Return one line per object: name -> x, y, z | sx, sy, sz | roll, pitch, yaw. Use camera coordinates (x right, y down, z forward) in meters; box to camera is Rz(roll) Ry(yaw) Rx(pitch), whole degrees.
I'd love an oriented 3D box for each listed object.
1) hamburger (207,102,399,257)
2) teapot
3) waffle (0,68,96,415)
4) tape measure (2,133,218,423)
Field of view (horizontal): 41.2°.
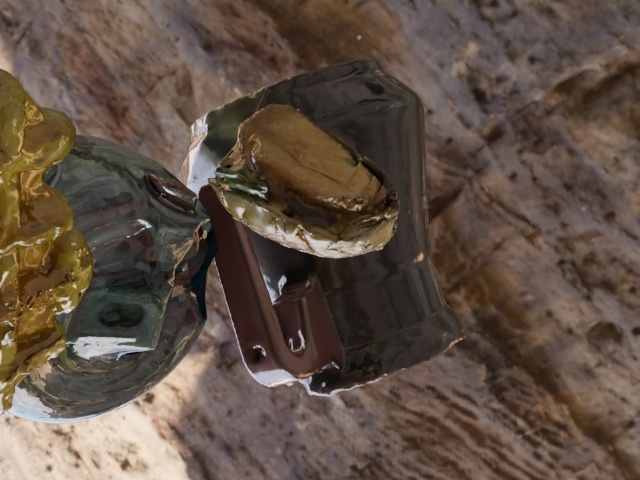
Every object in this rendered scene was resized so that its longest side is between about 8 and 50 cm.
hamburger -> -0.031, -0.036, 0.663 | 0.102, 0.087, 0.176 | -23, -132, -30
teapot -> 0.000, 0.000, 0.996 | 0.376, 0.305, 0.362 | -23, -87, -61
waffle -> -0.188, 0.028, 0.310 | 0.058, 0.243, 0.238 | 33, 167, 31
tape measure -> -0.222, 0.039, 0.764 | 0.275, 0.256, 0.147 | -4, -152, -44
